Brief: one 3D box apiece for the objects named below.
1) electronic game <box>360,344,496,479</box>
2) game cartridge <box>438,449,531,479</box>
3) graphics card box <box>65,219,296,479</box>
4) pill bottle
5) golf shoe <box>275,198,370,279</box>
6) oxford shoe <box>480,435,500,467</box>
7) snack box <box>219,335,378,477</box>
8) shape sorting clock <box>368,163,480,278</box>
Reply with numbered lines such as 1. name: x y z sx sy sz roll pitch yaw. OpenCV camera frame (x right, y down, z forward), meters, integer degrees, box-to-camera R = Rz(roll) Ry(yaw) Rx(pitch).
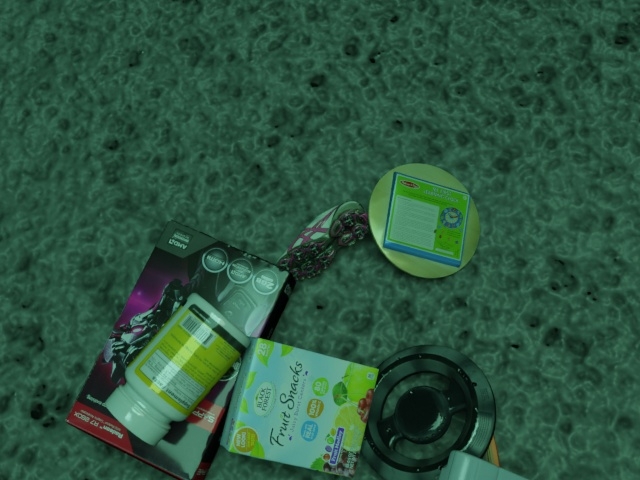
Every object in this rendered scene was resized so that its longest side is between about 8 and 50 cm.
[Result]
1. electronic game: 0.160 0.272 1.283 0.229 0.048 0.229 -13 58 22
2. game cartridge: 0.275 0.438 1.165 0.297 0.062 0.198 27 67 -25
3. graphics card box: -0.219 0.178 1.334 0.233 0.094 0.371 23 77 11
4. pill bottle: -0.212 0.191 1.219 0.119 0.119 0.208 39 81 15
5. golf shoe: 0.000 0.000 1.418 0.186 0.067 0.086 -35 29 4
6. oxford shoe: 0.223 0.398 1.244 0.098 0.097 0.271 1 71 10
7. snack box: -0.031 0.256 1.267 0.207 0.070 0.174 16 80 -17
8. shape sorting clock: 0.177 -0.034 1.404 0.206 0.040 0.206 4 76 -16
